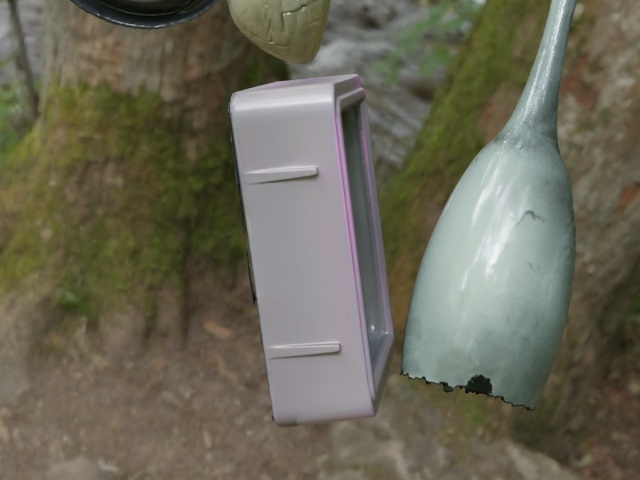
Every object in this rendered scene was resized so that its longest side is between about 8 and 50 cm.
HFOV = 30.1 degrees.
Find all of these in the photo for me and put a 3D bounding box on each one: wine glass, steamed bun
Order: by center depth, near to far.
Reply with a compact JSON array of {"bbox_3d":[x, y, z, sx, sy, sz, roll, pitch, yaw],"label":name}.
[{"bbox_3d":[0.206,-0.035,0.734,0.264,0.309,0.096,15,-5,-8],"label":"wine glass"},{"bbox_3d":[-0.035,-0.216,1.004,0.091,0.130,0.112,10,53,0],"label":"steamed bun"}]

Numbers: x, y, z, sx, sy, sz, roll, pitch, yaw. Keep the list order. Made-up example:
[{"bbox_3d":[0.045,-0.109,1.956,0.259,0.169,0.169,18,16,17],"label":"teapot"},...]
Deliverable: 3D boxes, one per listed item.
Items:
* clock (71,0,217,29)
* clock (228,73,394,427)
[{"bbox_3d":[-0.188,-0.314,1.211,0.215,0.215,0.042,14,46,-4],"label":"clock"},{"bbox_3d":[0.000,0.000,0.732,0.063,0.197,0.150,-6,9,9],"label":"clock"}]
